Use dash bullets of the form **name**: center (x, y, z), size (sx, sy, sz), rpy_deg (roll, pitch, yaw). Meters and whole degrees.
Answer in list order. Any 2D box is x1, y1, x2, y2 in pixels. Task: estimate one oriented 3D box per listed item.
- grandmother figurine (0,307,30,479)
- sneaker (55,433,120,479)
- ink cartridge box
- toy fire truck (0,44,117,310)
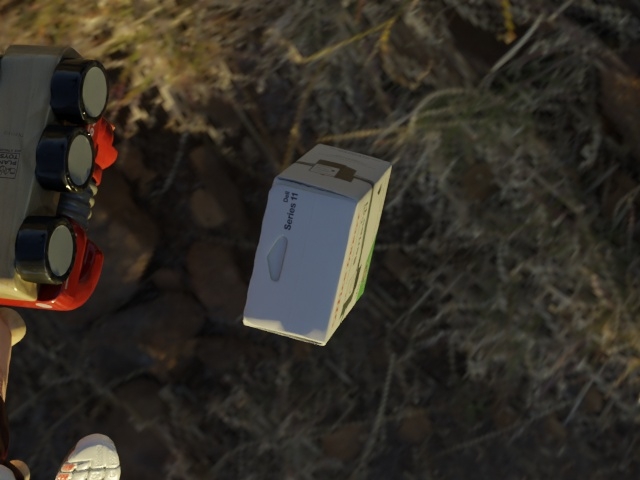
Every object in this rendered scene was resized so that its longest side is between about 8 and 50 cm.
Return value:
- **grandmother figurine**: center (-0.326, 0.161, 1.462), size (0.104, 0.342, 0.207), rpy_deg (-29, 118, 8)
- **sneaker**: center (-0.236, 0.230, 1.566), size (0.061, 0.064, 0.158), rpy_deg (7, 136, -15)
- **ink cartridge box**: center (0.000, 0.000, 1.557), size (0.087, 0.208, 0.153), rpy_deg (15, 105, 8)
- **toy fire truck**: center (-0.246, -0.037, 1.420), size (0.159, 0.246, 0.217), rpy_deg (4, 75, 19)
